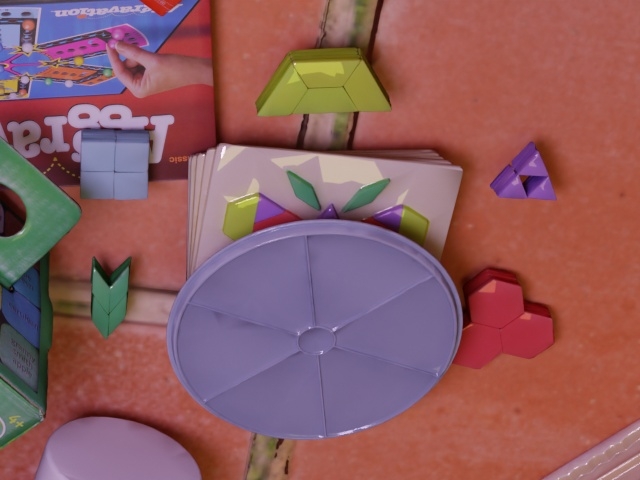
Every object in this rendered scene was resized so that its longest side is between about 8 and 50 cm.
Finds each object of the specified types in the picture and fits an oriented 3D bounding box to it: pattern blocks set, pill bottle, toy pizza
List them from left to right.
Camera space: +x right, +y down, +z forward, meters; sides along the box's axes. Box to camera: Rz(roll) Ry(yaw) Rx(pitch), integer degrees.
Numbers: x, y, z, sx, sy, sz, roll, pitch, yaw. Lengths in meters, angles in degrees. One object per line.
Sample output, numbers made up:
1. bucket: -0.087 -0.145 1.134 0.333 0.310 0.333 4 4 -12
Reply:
1. pill bottle: -0.174 0.268 1.350 0.152 0.152 0.272 13 116 -13
2. toy pizza: -0.004 0.058 1.284 0.201 0.032 0.201 -3 131 -4
3. pattern blocks set: 0.000 0.000 1.281 0.325 0.026 0.285 -8 125 -3

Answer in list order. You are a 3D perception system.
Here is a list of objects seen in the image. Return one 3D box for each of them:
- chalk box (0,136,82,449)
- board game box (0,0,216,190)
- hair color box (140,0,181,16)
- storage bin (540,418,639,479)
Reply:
1. chalk box: -0.284 0.047 1.184 0.289 0.179 0.180 -35 123 18
2. board game box: -0.209 -0.101 1.225 0.281 0.027 0.145 -4 119 -4
3. hair color box: -0.062 -0.199 1.131 0.043 0.072 0.141 35 141 -21
4. storage bin: 0.281 0.274 1.421 0.260 0.123 0.262 -34 115 11
